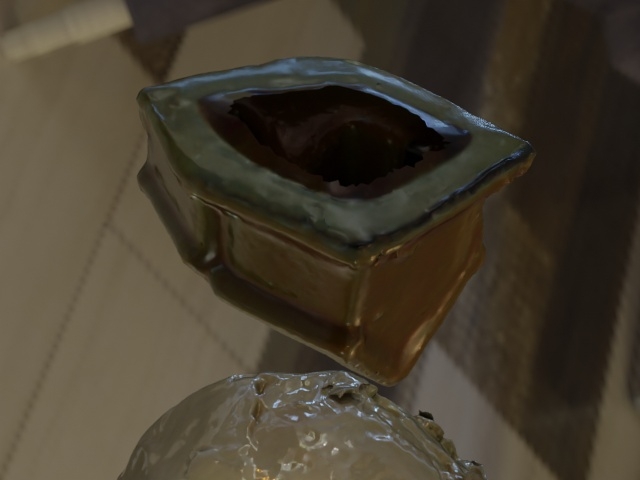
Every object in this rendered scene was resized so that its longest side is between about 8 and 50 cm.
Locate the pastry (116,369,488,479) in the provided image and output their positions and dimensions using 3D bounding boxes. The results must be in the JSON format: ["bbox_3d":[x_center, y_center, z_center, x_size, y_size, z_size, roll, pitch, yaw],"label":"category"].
[{"bbox_3d":[-0.017,0.198,1.236,0.265,0.265,0.133,50,23,-32],"label":"pastry"}]

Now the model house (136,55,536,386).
[{"bbox_3d":[-0.006,-0.008,1.492,0.173,0.268,0.239,-51,161,-34],"label":"model house"}]
